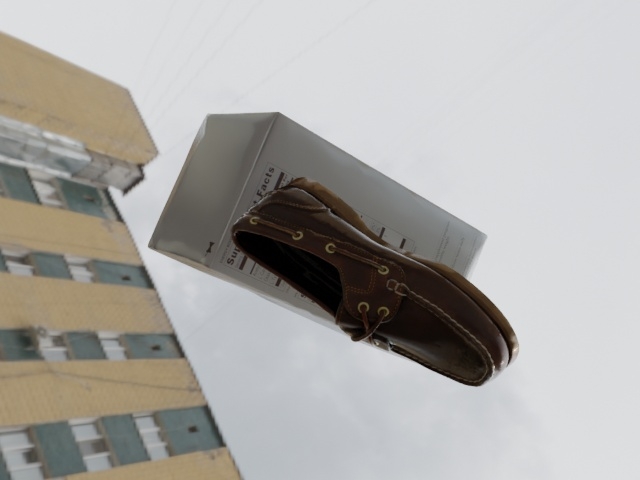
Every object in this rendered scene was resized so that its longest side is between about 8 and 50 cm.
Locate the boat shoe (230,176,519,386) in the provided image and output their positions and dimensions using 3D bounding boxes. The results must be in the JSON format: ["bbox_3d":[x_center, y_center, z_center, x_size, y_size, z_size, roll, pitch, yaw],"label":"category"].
[{"bbox_3d":[0.030,0.036,0.589,0.207,0.073,0.073,33,-46,22],"label":"boat shoe"}]

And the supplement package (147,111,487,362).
[{"bbox_3d":[0.000,0.000,0.770,0.139,0.244,0.133,12,-102,57],"label":"supplement package"}]
